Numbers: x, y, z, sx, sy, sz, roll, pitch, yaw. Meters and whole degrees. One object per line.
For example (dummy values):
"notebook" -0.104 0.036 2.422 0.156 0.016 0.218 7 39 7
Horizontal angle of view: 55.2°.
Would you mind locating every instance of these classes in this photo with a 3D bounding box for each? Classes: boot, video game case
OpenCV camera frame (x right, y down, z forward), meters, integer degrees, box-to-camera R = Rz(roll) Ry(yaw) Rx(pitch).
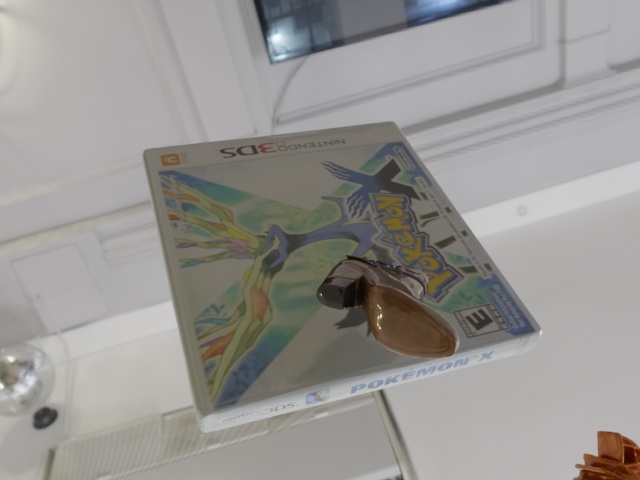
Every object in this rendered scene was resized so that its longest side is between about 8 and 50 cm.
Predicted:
"boot" 0.057 0.041 0.440 0.118 0.042 0.087 23 -158 28
"video game case" 0.000 0.000 0.596 0.299 0.036 0.329 -10 -133 -17

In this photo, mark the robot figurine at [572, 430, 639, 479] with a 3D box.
"robot figurine" 0.300 0.202 0.330 0.291 0.211 0.085 25 -104 2
